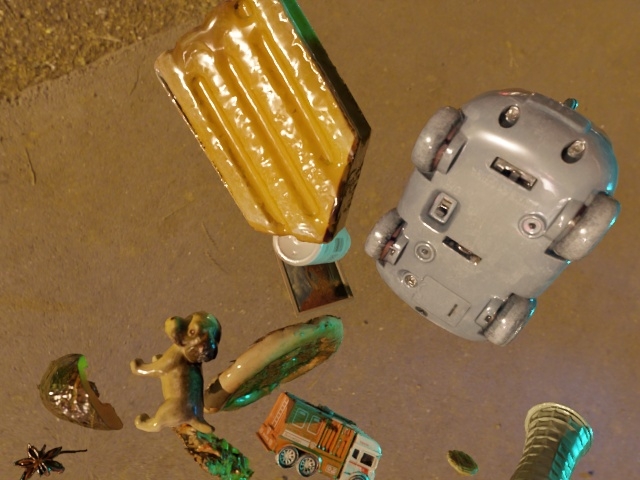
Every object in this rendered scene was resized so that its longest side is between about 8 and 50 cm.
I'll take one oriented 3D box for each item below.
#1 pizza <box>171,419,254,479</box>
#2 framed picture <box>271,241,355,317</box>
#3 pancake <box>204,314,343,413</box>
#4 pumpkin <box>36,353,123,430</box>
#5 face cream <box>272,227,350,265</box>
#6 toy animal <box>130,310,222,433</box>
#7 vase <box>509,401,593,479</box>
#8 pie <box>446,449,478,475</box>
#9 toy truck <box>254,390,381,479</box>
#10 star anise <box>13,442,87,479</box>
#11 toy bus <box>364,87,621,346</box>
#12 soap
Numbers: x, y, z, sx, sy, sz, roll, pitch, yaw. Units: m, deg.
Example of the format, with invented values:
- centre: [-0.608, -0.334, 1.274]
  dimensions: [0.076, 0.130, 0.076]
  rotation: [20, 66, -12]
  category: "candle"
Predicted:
- centre: [-0.285, 0.485, 1.214]
  dimensions: [0.251, 0.287, 0.074]
  rotation: [31, 67, 21]
  category: "pizza"
- centre: [-0.024, 0.091, 1.483]
  dimensions: [0.184, 0.016, 0.249]
  rotation: [-14, 67, -14]
  category: "framed picture"
- centre: [-0.100, 0.286, 1.138]
  dimensions: [0.383, 0.382, 0.071]
  rotation: [-21, 66, -31]
  category: "pancake"
- centre: [-0.719, 0.479, 1.444]
  dimensions: [0.163, 0.111, 0.278]
  rotation: [-28, 97, -6]
  category: "pumpkin"
- centre: [0.000, 0.000, 0.856]
  dimensions: [0.082, 0.269, 0.081]
  rotation: [0, 89, 16]
  category: "face cream"
- centre: [-0.271, 0.250, 0.958]
  dimensions: [0.169, 0.121, 0.233]
  rotation: [-10, 69, 18]
  category: "toy animal"
- centre: [0.453, 0.464, 1.016]
  dimensions: [0.299, 0.143, 0.143]
  rotation: [-21, 77, -52]
  category: "vase"
- centre: [0.354, 0.553, 1.248]
  dimensions: [0.085, 0.084, 0.019]
  rotation: [19, 105, -17]
  category: "pie"
- centre: [0.009, 0.644, 1.598]
  dimensions: [0.388, 0.173, 0.206]
  rotation: [31, 78, -18]
  category: "toy truck"
- centre: [-0.775, 0.631, 1.444]
  dimensions: [0.191, 0.070, 0.097]
  rotation: [1, 56, -31]
  category: "star anise"
- centre: [0.210, -0.040, 0.596]
  dimensions: [0.197, 0.294, 0.232]
  rotation: [35, 40, 17]
  category: "toy bus"
- centre: [-0.042, -0.118, 0.533]
  dimensions: [0.257, 0.160, 0.080]
  rotation: [59, 26, -6]
  category: "soap"
